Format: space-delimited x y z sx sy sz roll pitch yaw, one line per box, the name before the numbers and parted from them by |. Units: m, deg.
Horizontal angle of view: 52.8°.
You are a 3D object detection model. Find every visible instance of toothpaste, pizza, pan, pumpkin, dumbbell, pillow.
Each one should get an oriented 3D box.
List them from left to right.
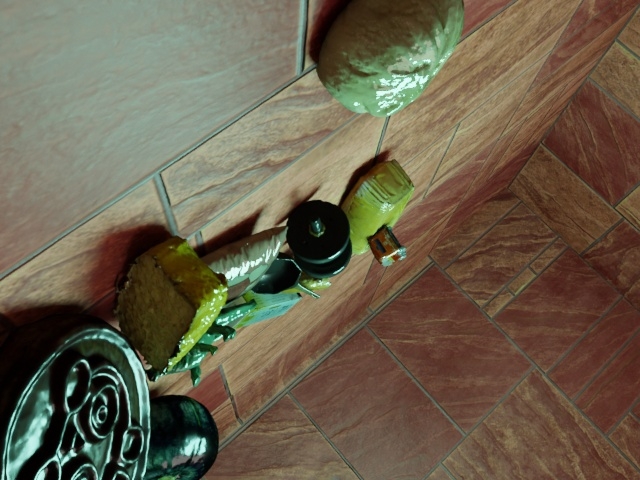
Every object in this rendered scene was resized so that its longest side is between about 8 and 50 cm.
pumpkin | -0.424 0.534 1.691 0.315 0.239 0.315 -19 144 -15
pillow | -0.185 0.070 1.300 0.236 0.084 0.223 -32 162 -35
toothpaste | -0.152 0.164 1.693 0.089 0.071 0.312 -43 167 17
pan | -0.099 0.090 1.518 0.128 0.048 0.202 -23 139 11
pizza | -0.056 0.081 1.627 0.161 0.181 0.063 -52 140 -61
dumbbell | 0.000 0.000 1.475 0.143 0.143 0.325 -41 165 -7

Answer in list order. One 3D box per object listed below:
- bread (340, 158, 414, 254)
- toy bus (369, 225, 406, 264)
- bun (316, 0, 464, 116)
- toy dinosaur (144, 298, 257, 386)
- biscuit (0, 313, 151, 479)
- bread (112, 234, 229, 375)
bread | 0.129 -0.080 1.640 0.152 0.119 0.288 -38 166 -30
toy bus | 0.173 0.022 1.683 0.077 0.079 0.174 -33 167 2
bun | 0.111 -0.285 0.964 0.243 0.153 0.244 -37 160 -15
toy dinosaur | -0.207 0.185 1.229 0.291 0.120 0.079 -23 142 -37
biscuit | -0.372 0.313 0.972 0.091 0.408 0.407 -2 172 13
bread | -0.242 0.095 1.084 0.147 0.160 0.261 -35 162 -44
